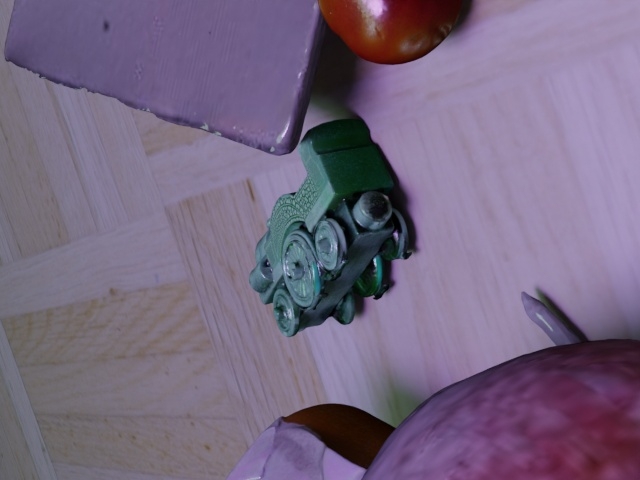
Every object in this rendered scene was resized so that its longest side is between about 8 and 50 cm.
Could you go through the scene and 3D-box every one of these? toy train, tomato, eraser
[{"bbox_3d":[0.000,0.000,0.940,0.105,0.071,0.178,66,150,21],"label":"toy train"},{"bbox_3d":[0.044,-0.150,0.760,0.087,0.087,0.075,58,145,19],"label":"tomato"},{"bbox_3d":[-0.118,-0.151,0.936,0.352,0.077,0.111,21,100,38],"label":"eraser"}]

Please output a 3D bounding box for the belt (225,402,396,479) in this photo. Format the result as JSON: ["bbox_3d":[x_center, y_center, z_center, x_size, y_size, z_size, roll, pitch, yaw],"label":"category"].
[{"bbox_3d":[0.038,0.282,0.901,0.122,0.217,0.339,16,119,54],"label":"belt"}]

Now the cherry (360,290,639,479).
[{"bbox_3d":[0.116,0.213,0.652,0.291,0.335,0.326,44,169,11],"label":"cherry"}]
